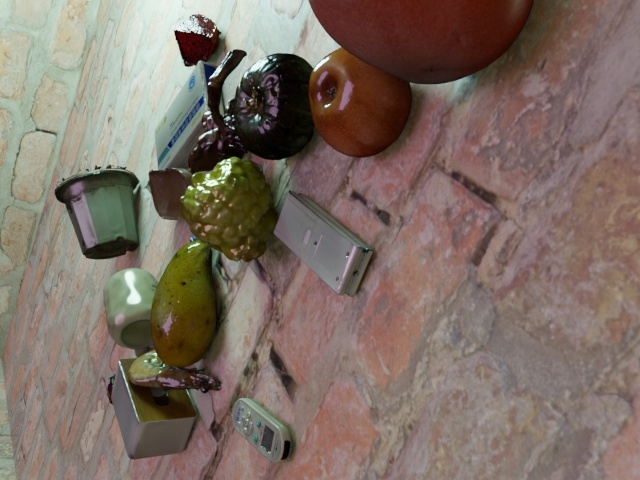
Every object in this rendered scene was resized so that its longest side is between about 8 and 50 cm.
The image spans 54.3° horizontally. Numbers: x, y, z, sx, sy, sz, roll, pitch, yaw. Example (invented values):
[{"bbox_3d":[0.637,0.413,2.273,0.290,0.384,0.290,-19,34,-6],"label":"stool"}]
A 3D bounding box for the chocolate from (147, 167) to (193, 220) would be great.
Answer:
[{"bbox_3d":[-0.415,-0.141,1.836,0.261,0.083,0.160,10,112,52],"label":"chocolate"}]

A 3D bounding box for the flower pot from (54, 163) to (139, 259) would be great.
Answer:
[{"bbox_3d":[-0.743,-0.084,2.138,0.290,0.291,0.258,-33,68,46],"label":"flower pot"}]

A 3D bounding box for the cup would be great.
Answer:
[{"bbox_3d":[-0.573,0.239,1.887,0.255,0.173,0.202,-59,39,26],"label":"cup"}]

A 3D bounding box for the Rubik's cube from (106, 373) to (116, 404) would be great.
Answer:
[{"bbox_3d":[-0.586,0.452,1.909,0.133,0.133,0.111,-20,93,51],"label":"Rubik's cube"}]

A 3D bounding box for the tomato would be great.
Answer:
[{"bbox_3d":[0.142,-0.377,0.930,0.341,0.342,0.272,12,103,54],"label":"tomato"}]

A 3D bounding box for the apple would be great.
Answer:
[{"bbox_3d":[0.064,-0.256,1.140,0.201,0.162,0.201,-20,64,50],"label":"apple"}]

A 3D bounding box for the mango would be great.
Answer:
[{"bbox_3d":[-0.355,0.161,1.621,0.177,0.175,0.329,-11,70,6],"label":"mango"}]

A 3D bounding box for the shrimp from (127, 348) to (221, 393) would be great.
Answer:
[{"bbox_3d":[-0.368,0.335,1.650,0.296,0.169,0.058,3,121,22],"label":"shrimp"}]

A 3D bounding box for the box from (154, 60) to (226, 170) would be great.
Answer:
[{"bbox_3d":[-0.401,-0.352,1.882,0.343,0.065,0.200,-40,51,42],"label":"box"}]

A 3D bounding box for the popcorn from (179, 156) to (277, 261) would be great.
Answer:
[{"bbox_3d":[-0.197,-0.056,1.412,0.237,0.206,0.251,100,146,-70],"label":"popcorn"}]

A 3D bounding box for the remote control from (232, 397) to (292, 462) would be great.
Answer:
[{"bbox_3d":[-0.127,0.407,1.351,0.221,0.042,0.078,16,94,53],"label":"remote control"}]

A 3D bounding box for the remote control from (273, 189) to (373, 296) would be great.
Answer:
[{"bbox_3d":[0.000,0.000,1.261,0.277,0.056,0.102,41,115,49],"label":"remote control"}]

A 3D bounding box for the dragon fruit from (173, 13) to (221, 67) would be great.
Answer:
[{"bbox_3d":[-0.345,-0.594,1.865,0.161,0.120,0.127,18,54,30],"label":"dragon fruit"}]

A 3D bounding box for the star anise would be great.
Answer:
[{"bbox_3d":[-0.238,-0.310,1.582,0.237,0.148,0.346,57,136,49],"label":"star anise"}]

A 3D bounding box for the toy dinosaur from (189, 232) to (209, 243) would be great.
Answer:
[{"bbox_3d":[-0.339,-0.002,1.736,0.197,0.045,0.080,-52,31,23],"label":"toy dinosaur"}]

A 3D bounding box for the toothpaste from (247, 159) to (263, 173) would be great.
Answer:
[{"bbox_3d":[-0.213,-0.133,1.596,0.196,0.047,0.040,-39,37,43],"label":"toothpaste"}]

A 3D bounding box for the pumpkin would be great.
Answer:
[{"bbox_3d":[-0.102,-0.296,1.380,0.238,0.159,0.237,-15,70,46],"label":"pumpkin"}]

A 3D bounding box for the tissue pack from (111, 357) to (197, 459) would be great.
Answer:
[{"bbox_3d":[-0.456,0.447,1.689,0.246,0.160,0.135,48,126,47],"label":"tissue pack"}]
